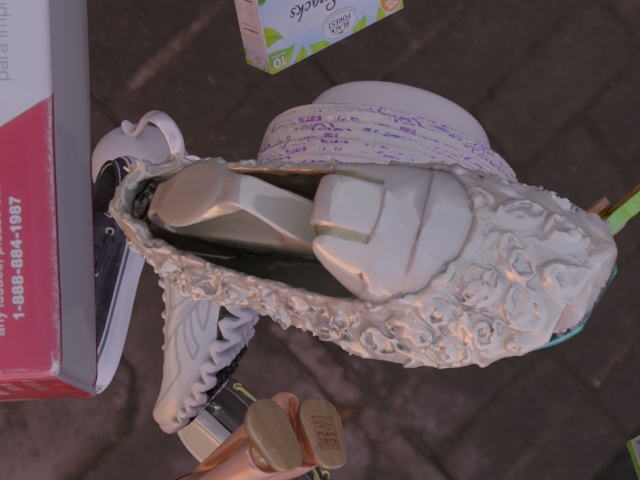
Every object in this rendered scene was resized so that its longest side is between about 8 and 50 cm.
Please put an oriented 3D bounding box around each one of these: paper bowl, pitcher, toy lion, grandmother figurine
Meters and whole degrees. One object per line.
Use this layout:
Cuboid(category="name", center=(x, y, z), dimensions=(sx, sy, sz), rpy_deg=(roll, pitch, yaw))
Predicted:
Cuboid(category="paper bowl", center=(0.073, -0.069, 1.498), dimensions=(0.284, 0.284, 0.148), rpy_deg=(25, 69, -27))
Cuboid(category="pitcher", center=(-0.227, -0.106, 1.841), dimensions=(0.125, 0.207, 0.178), rpy_deg=(-30, 122, -27))
Cuboid(category="toy lion", center=(0.261, -0.023, 1.213), dimensions=(0.034, 0.096, 0.100), rpy_deg=(50, 53, 1))
Cuboid(category="grandmother figurine", center=(-0.117, 0.265, 1.441), dimensions=(0.207, 0.104, 0.342), rpy_deg=(15, 142, -39))

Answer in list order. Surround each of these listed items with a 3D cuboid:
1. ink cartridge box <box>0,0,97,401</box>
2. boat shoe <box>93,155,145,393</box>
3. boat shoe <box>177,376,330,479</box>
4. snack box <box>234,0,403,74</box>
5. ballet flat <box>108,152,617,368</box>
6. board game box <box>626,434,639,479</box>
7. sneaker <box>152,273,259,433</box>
Cuboid(category="ink cartridge box", center=(-0.329, -0.043, 0.772), dimensions=(0.384, 0.160, 0.279), rpy_deg=(-3, 82, -2))
Cuboid(category="boat shoe", center=(-0.202, 0.018, 1.189), dimensions=(0.076, 0.080, 0.229), rpy_deg=(26, 60, -31))
Cuboid(category="boat shoe", center=(-0.038, 0.293, 1.670), dimensions=(0.305, 0.109, 0.091), rpy_deg=(45, 55, 2))
Cuboid(category="snack box", center=(-0.002, -0.203, 1.073), dimensions=(0.141, 0.037, 0.100), rpy_deg=(-31, 129, -28))
Cuboid(category="ballet flat", center=(0.000, 0.000, 0.973), dimensions=(0.147, 0.408, 0.147), rpy_deg=(-6, 98, -49))
Cuboid(category="board game box", center=(0.340, 0.213, 1.178), dimensions=(0.124, 0.259, 0.039), rpy_deg=(-31, 103, 13))
Cuboid(category="sneaker", center=(-0.123, 0.070, 1.469), dimensions=(0.118, 0.110, 0.292), rpy_deg=(26, 109, 5))
